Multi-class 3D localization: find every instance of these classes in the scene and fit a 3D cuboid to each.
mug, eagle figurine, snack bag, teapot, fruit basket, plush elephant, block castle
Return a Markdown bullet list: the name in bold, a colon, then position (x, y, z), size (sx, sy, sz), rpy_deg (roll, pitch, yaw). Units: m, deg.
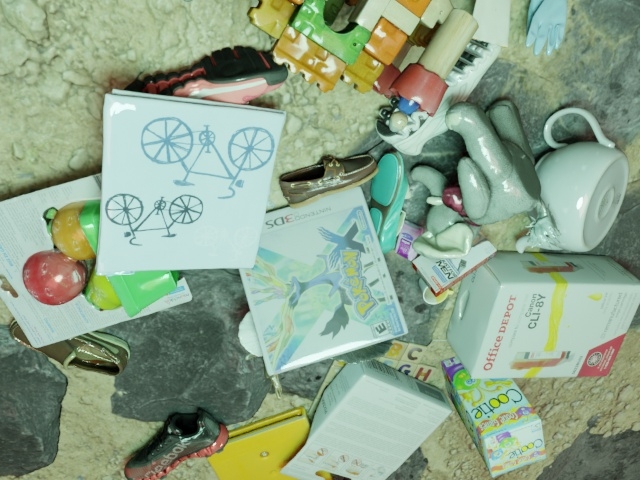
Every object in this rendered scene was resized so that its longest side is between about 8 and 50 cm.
- **mug**: position (0.270, 0.114, 1.355), size (0.062, 0.064, 0.078), rpy_deg (-45, 117, 12)
- **eagle figurine**: position (-0.018, 0.185, 1.268), size (0.298, 0.225, 0.226), rpy_deg (-26, 113, 18)
- **snack bag**: position (-0.235, -0.089, 1.037), size (0.323, 0.037, 0.343), rpy_deg (-1, 117, -29)
- **teapot**: position (0.530, -0.111, 1.229), size (0.256, 0.187, 0.252), rpy_deg (-52, 138, -12)
- **fruit basket**: position (-0.476, 0.037, 1.125), size (0.353, 0.165, 0.327), rpy_deg (-15, 120, 4)
- **plush elephant**: position (0.304, -0.099, 1.159), size (0.255, 0.272, 0.330), rpy_deg (-25, 93, 39)
- **block castle**: position (-0.003, -0.370, 0.912), size (0.453, 0.303, 0.213), rpy_deg (27, 103, -23)

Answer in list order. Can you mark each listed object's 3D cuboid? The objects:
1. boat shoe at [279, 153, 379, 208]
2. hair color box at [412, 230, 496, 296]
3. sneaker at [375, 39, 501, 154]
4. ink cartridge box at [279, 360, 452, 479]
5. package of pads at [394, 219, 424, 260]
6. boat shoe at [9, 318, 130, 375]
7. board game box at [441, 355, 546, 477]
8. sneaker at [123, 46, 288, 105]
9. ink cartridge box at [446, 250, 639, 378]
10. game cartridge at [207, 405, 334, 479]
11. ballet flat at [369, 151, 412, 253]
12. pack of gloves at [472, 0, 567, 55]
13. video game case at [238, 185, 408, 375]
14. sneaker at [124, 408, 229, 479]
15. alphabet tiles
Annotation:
- **boat shoe**: position (0.017, -0.134, 1.168), size (0.207, 0.073, 0.073), rpy_deg (-23, 121, 1)
- **hair color box**: position (0.304, 0.042, 1.290), size (0.167, 0.093, 0.053), rpy_deg (-35, 159, -3)
- **sneaker**: position (0.243, -0.292, 1.125), size (0.292, 0.110, 0.118), rpy_deg (-43, 135, 12)
- **ink cartridge box**: position (0.112, 0.506, 1.508), size (0.308, 0.091, 0.385), rpy_deg (28, 111, -26)
- **package of pads**: position (0.202, -0.001, 1.288), size (0.032, 0.050, 0.083), rpy_deg (-20, 129, -47)
- **boat shoe**: position (-0.546, 0.232, 1.235), size (0.257, 0.095, 0.095), rpy_deg (19, 112, -20)
- **board game box**: position (0.429, 0.420, 1.428), size (0.144, 0.275, 0.142), rpy_deg (-19, 120, -1)
- **sneaker**: position (-0.208, -0.258, 1.057), size (0.313, 0.116, 0.136), rpy_deg (-17, 140, -3)
- **ink cartridge box**: position (0.542, 0.186, 1.392), size (0.384, 0.160, 0.279), rpy_deg (2, 117, -12)
- **game cartridge**: position (-0.131, 0.620, 1.556), size (0.285, 0.053, 0.324), rpy_deg (-18, 122, -2)
- **ballet flat**: position (0.151, -0.079, 1.231), size (0.087, 0.083, 0.247), rpy_deg (-7, 122, -35)
- **pack of gloves**: position (0.370, -0.464, 1.059), size (0.195, 0.046, 0.232), rpy_deg (8, 89, -14)
- **video game case**: position (-0.009, 0.079, 1.183), size (0.300, 0.036, 0.329), rpy_deg (-17, 80, -3)
- **sneaker**: position (-0.376, 0.508, 1.416), size (0.276, 0.098, 0.135), rpy_deg (-24, 120, 0)
- **alphabet tiles**: position (0.138, 0.400, 1.511), size (0.285, 0.011, 0.343), rpy_deg (16, 113, -18)
